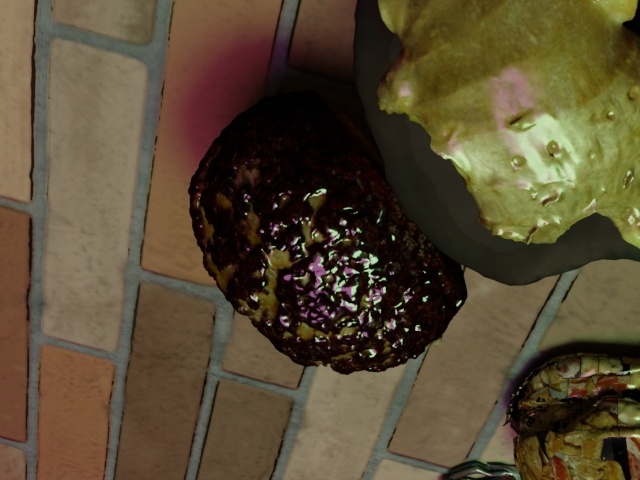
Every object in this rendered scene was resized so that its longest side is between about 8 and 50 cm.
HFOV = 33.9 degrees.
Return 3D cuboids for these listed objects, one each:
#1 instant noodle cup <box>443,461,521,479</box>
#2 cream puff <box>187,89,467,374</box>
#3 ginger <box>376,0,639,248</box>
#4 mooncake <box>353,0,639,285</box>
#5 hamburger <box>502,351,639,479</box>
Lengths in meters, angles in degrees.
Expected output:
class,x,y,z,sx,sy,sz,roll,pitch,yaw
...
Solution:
class,x,y,z,sx,sy,sz,roll,pitch,yaw
instant noodle cup,0.241,0.402,1.157,0.302,0.181,0.258,35,128,-18
cream puff,0.000,0.000,0.822,0.165,0.239,0.239,-40,117,3
ginger,0.120,-0.081,0.557,0.157,0.102,0.216,-34,101,8
mooncake,0.217,-0.157,0.649,0.381,0.212,0.350,5,130,17
hamburger,0.291,0.206,1.029,0.231,0.107,0.231,3,137,3
